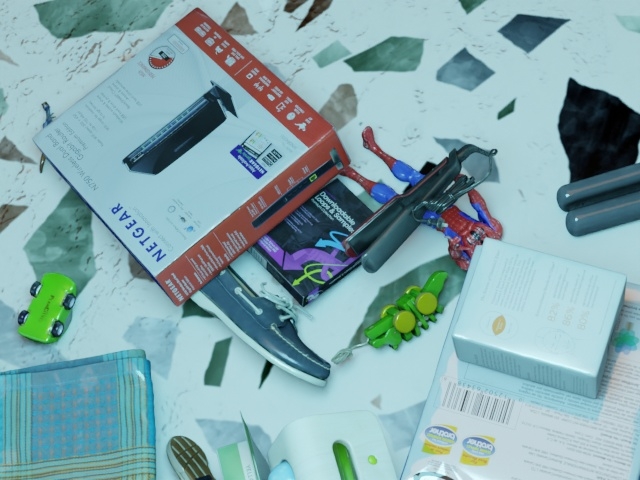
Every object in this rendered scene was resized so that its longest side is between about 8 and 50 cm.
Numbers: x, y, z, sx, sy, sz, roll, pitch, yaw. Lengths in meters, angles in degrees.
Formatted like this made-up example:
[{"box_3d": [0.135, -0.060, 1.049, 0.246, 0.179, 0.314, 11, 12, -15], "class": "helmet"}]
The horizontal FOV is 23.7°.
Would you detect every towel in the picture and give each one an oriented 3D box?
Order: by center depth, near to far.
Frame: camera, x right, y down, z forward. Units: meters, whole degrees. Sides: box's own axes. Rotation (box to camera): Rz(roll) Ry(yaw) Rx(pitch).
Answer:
[{"box_3d": [-0.333, 0.319, 1.873, 0.271, 0.040, 0.370, -9, 61, 6], "class": "towel"}]

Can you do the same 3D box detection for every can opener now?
[{"box_3d": [0.446, -0.085, 1.956, 0.283, 0.095, 0.076, -16, 65, 2], "class": "can opener"}]

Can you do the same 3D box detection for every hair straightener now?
[{"box_3d": [0.139, -0.038, 1.894, 0.230, 0.047, 0.089, -38, 47, -9], "class": "hair straightener"}]

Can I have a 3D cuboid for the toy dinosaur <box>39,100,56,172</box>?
[{"box_3d": [-0.388, -0.156, 2.156, 0.090, 0.047, 0.082, -41, 48, 3], "class": "toy dinosaur"}]

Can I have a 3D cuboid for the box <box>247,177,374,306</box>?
[{"box_3d": [0.000, 0.000, 2.010, 0.162, 0.029, 0.116, -36, 66, -24], "class": "box"}]

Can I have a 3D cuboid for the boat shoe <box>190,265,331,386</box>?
[{"box_3d": [-0.077, 0.097, 1.972, 0.254, 0.095, 0.079, 36, 88, 30], "class": "boat shoe"}]

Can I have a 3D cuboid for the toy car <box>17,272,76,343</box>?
[{"box_3d": [-0.381, 0.152, 2.019, 0.239, 0.053, 0.225, 18, 71, 15], "class": "toy car"}]

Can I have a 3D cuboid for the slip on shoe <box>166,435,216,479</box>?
[{"box_3d": [-0.157, 0.305, 1.924, 0.135, 0.051, 0.041, 47, 126, 31], "class": "slip on shoe"}]

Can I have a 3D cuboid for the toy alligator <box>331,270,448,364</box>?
[{"box_3d": [0.099, 0.113, 1.957, 0.190, 0.056, 0.051, -39, 109, -10], "class": "toy alligator"}]

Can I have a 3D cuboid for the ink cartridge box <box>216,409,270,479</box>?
[{"box_3d": [-0.081, 0.317, 1.800, 0.056, 0.235, 0.171, -16, 66, 2], "class": "ink cartridge box"}]

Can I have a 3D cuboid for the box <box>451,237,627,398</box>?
[{"box_3d": [0.253, 0.089, 1.757, 0.170, 0.091, 0.130, 16, 71, 16], "class": "box"}]

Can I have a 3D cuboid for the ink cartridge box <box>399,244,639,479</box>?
[{"box_3d": [0.257, 0.233, 1.825, 0.270, 0.151, 0.395, 14, 69, 15], "class": "ink cartridge box"}]

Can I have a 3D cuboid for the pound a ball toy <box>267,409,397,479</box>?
[{"box_3d": [0.015, 0.387, 1.765, 0.136, 0.208, 0.319, -4, 60, -23], "class": "pound a ball toy"}]

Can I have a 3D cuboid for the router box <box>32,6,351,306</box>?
[{"box_3d": [-0.176, -0.120, 2.041, 0.301, 0.082, 0.335, -40, 54, -8], "class": "router box"}]

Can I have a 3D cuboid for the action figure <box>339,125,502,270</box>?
[{"box_3d": [0.141, -0.055, 1.977, 0.280, 0.139, 0.091, 37, 79, 19], "class": "action figure"}]
